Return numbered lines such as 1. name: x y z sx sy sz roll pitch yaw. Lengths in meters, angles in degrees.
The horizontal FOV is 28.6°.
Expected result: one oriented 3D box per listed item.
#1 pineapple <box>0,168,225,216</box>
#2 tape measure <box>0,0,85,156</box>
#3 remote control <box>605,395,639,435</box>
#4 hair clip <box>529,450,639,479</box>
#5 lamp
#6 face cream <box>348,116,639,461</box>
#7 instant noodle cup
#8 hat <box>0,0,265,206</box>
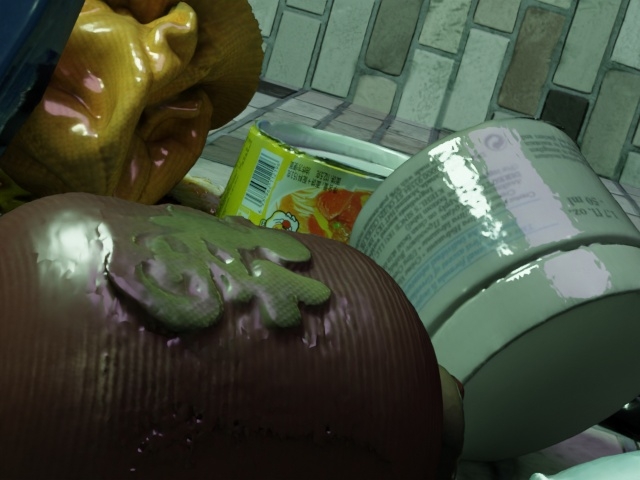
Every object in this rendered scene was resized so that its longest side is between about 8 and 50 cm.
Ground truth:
1. pineapple: -0.182 -0.043 1.107 0.233 0.080 0.135 19 19 -17
2. tape measure: -0.326 -0.144 0.838 0.262 0.259 0.138 25 -11 27
3. remote control: 0.302 0.096 1.130 0.144 0.062 0.398 22 13 22
4. hair clip: 0.296 0.132 0.501 0.238 0.392 0.318 38 -2 -30
5. lamp: -0.054 0.077 0.515 0.258 0.180 0.180 11 13 -26
6. face cream: 0.122 0.031 0.808 0.177 0.177 0.153 7 45 -38
7. instant noodle cup: 0.000 0.000 0.962 0.204 0.153 0.205 14 12 -3
8. hat: -0.169 -0.068 0.935 0.233 0.233 0.244 -1 -35 11
